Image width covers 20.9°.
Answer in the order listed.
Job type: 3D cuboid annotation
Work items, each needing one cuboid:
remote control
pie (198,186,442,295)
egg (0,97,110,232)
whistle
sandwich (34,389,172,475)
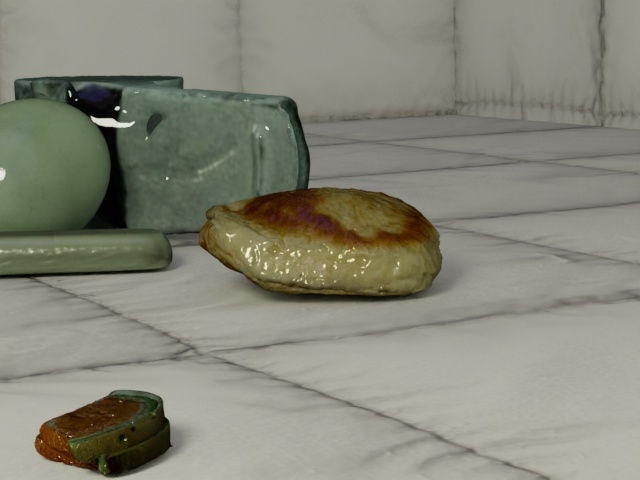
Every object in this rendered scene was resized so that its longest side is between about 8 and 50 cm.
[{"bbox_3d":[-0.291,0.011,1.597,0.309,0.038,0.090,-2,7,-7],"label":"remote control"},{"bbox_3d":[0.000,0.000,1.461,0.205,0.084,0.179,2,8,-2],"label":"pie"},{"bbox_3d":[-0.287,-0.064,1.705,0.149,0.149,0.192,3,30,31],"label":"egg"},{"bbox_3d":[-0.196,-0.090,1.839,0.188,0.168,0.405,-7,9,-37],"label":"whistle"},{"bbox_3d":[-0.116,0.103,0.942,0.069,0.026,0.101,3,9,20],"label":"sandwich"}]
